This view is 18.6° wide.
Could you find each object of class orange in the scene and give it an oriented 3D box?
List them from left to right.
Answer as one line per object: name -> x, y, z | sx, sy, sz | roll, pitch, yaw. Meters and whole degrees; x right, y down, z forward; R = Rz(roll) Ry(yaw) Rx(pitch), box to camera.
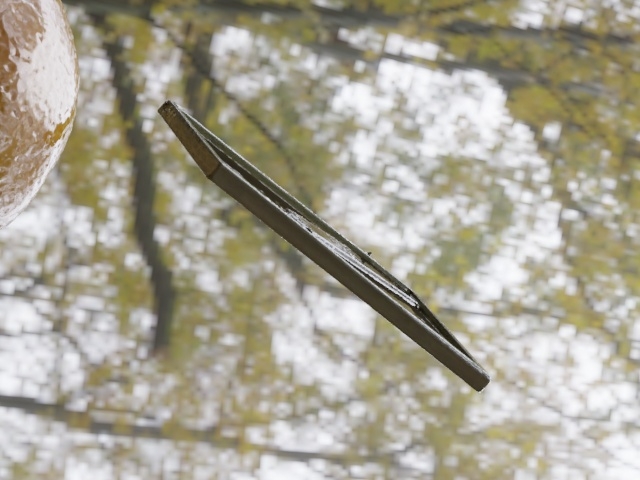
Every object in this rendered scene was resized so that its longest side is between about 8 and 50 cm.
orange -> -0.303, -0.114, 1.446 | 0.264, 0.264, 0.264 | -11, -105, 45

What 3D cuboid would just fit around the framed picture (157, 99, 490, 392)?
framed picture -> 0.000, 0.000, 1.699 | 0.024, 0.315, 0.232 | -51, -158, 4
